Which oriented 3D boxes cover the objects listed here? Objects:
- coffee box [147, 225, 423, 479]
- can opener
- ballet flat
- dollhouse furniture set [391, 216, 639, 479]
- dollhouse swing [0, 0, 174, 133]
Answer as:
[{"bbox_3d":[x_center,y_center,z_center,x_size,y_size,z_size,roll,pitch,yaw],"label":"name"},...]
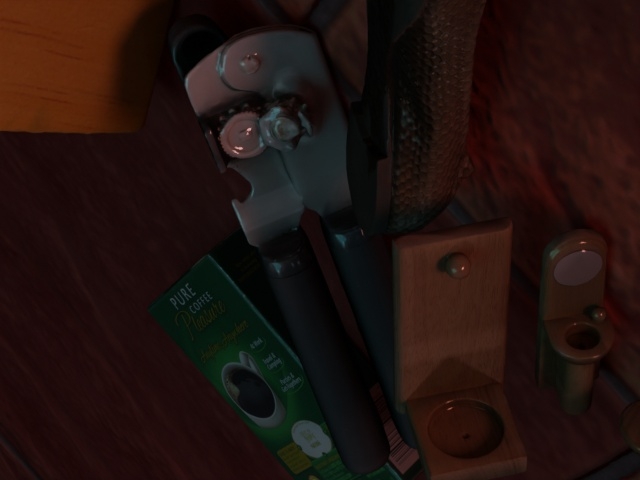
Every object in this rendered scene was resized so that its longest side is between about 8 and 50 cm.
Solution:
[{"bbox_3d":[-0.018,0.083,1.172,0.184,0.040,0.113,49,149,0],"label":"coffee box"},{"bbox_3d":[0.000,0.000,1.046,0.093,0.074,0.280,-115,3,-64],"label":"can opener"},{"bbox_3d":[0.054,-0.097,0.873,0.250,0.058,0.084,96,162,-45],"label":"ballet flat"},{"bbox_3d":[0.121,0.080,0.888,0.123,0.144,0.151,87,170,-46],"label":"dollhouse furniture set"},{"bbox_3d":[-0.229,-0.274,0.998,0.347,0.315,0.305,35,108,23],"label":"dollhouse swing"}]
